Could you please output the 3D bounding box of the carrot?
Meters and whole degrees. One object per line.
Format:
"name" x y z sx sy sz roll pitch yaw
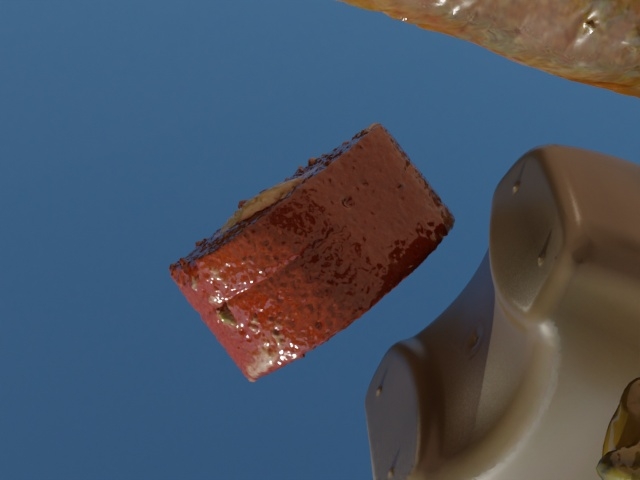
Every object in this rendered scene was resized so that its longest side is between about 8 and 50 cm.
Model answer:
"carrot" 0.138 -0.156 0.784 0.302 0.138 0.138 5 -141 -16

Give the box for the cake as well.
"cake" 0.000 0.000 1.272 0.151 0.177 0.283 52 -140 0

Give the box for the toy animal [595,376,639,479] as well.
"toy animal" 0.318 0.173 1.006 0.281 0.195 0.169 -1 -117 -36

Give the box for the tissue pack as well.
"tissue pack" 0.235 0.128 1.250 0.277 0.387 0.267 23 -153 -14
